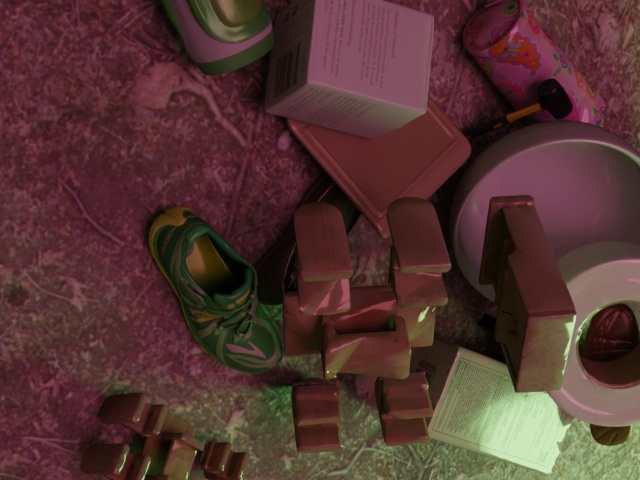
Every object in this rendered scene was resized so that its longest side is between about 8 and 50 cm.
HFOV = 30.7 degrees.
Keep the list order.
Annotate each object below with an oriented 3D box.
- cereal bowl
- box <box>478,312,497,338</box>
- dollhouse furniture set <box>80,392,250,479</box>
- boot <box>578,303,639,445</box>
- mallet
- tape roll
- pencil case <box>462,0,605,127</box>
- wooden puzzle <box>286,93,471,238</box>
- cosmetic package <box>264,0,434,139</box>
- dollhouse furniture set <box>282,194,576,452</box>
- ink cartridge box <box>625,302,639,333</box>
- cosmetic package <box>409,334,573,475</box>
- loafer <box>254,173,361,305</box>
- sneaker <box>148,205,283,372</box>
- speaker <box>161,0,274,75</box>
[{"bbox_3d":[0.370,-0.054,1.891,0.339,0.141,0.339,-3,124,-4],"label":"cereal bowl"},{"bbox_3d":[0.357,0.189,1.993,0.162,0.116,0.029,37,83,-33],"label":"box"},{"bbox_3d":[-0.256,0.364,1.655,0.212,0.161,0.242,36,59,-33],"label":"dollhouse furniture set"},{"bbox_3d":[0.495,0.196,2.031,0.095,0.203,0.262,-4,111,7],"label":"boot"},{"bbox_3d":[0.300,-0.201,1.843,0.039,0.189,0.062,-86,152,-43],"label":"mallet"},{"bbox_3d":[0.464,0.148,1.851,0.286,0.100,0.286,-1,108,-3],"label":"tape roll"},{"bbox_3d":[0.350,-0.267,1.885,0.284,0.124,0.124,40,79,-33],"label":"pencil case"},{"bbox_3d":[0.088,-0.155,1.746,0.221,0.044,0.239,-43,101,-25],"label":"wooden puzzle"},{"bbox_3d":[0.039,-0.246,1.628,0.183,0.151,0.151,12,76,-24],"label":"cosmetic package"},{"bbox_3d":[0.139,0.086,1.708,0.394,0.256,0.362,-3,130,-5],"label":"dollhouse furniture set"},{"bbox_3d":[0.651,0.015,2.020,0.119,0.207,0.353,-1,121,-51],"label":"ink cartridge box"},{"bbox_3d":[0.280,0.276,1.966,0.309,0.113,0.160,24,88,-35],"label":"cosmetic package"},{"bbox_3d":[0.000,0.000,1.736,0.094,0.087,0.251,42,78,-32],"label":"loafer"},{"bbox_3d":[-0.139,0.086,1.645,0.109,0.123,0.295,-43,121,-18],"label":"sneaker"},{"bbox_3d":[-0.164,-0.371,1.522,0.131,0.131,0.296,-34,117,-22],"label":"speaker"}]
